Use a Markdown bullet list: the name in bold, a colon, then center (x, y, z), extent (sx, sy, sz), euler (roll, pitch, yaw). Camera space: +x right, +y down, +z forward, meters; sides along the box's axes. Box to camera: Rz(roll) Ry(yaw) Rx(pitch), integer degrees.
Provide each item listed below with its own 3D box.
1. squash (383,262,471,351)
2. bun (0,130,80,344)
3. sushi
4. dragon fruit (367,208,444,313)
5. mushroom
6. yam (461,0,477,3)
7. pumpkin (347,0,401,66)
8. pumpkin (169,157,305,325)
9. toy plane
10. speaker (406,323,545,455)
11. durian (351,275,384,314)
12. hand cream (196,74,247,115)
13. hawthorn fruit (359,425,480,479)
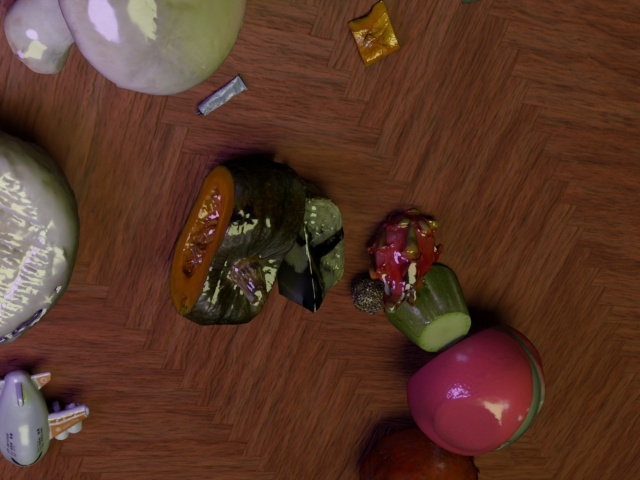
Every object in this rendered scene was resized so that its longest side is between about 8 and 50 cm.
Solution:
- **squash**: center (0.223, 0.145, 2.140), extent (0.170, 0.123, 0.170), euler (-15, 137, -15)
- **bun**: center (-0.546, -0.011, 1.635), extent (0.360, 0.211, 0.359), euler (-13, 122, -21)
- **sushi**: center (-0.010, -0.015, 1.924), extent (0.109, 0.134, 0.273), euler (-17, 116, -30)
- **dragon fruit**: center (0.156, 0.043, 2.014), extent (0.133, 0.207, 0.150), euler (22, 161, -20)
- **mushroom**: center (-0.243, -0.326, 1.435), extent (0.315, 0.315, 0.356), euler (31, 101, -38)
- **yam**: center (0.279, -0.427, 1.717), extent (0.146, 0.069, 0.069), euler (-14, 132, -9)
- **pumpkin**: center (0.092, -0.334, 1.741), extent (0.073, 0.035, 0.101), euler (-31, 130, 0)
- **pumpkin**: center (-0.142, 0.015, 1.807), extent (0.139, 0.222, 0.317), euler (15, 120, -30)
- **toy plane**: center (-0.556, 0.336, 1.974), extent (0.245, 0.117, 0.244), euler (-12, 131, -15)
- **speaker**: center (0.330, 0.306, 2.213), extent (0.294, 0.294, 0.294), euler (-11, 131, -13)
- **durian**: center (0.101, 0.103, 2.084), extent (0.091, 0.080, 0.080), euler (-47, 131, -3)
- **hand cream**: center (-0.164, -0.235, 1.734), extent (0.093, 0.019, 0.030), euler (-36, 130, -1)
- **hawthorn fruit**: center (0.246, 0.535, 2.388), extent (0.307, 0.276, 0.276), euler (-25, 134, -21)
